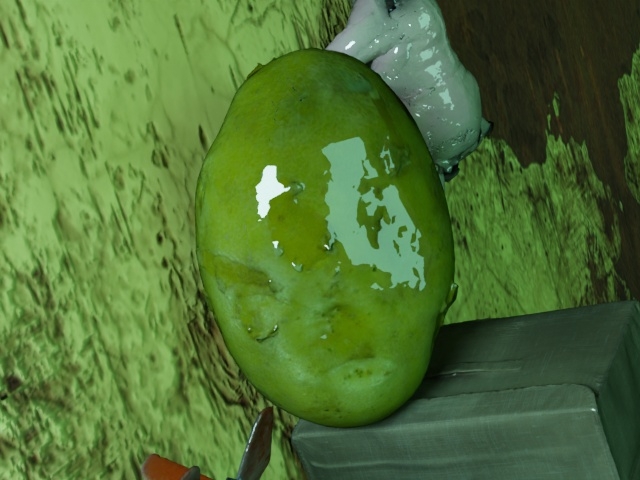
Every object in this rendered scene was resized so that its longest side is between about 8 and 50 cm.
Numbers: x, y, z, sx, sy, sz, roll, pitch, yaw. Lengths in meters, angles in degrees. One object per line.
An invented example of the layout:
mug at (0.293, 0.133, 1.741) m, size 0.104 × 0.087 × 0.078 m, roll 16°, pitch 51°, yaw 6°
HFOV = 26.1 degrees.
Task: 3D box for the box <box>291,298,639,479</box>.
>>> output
box at (0.125, 0.150, 1.001) m, size 0.149 × 0.231 × 0.155 m, roll -49°, pitch 123°, yaw -55°

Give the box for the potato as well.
potato at (0.000, 0.000, 0.921) m, size 0.186 × 0.148 × 0.253 m, roll -6°, pitch 92°, yaw -33°

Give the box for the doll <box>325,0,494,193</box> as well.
doll at (0.079, -0.130, 1.150) m, size 0.192 × 0.095 × 0.149 m, roll 61°, pitch 32°, yaw -25°

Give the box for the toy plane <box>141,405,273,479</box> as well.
toy plane at (-0.091, 0.248, 0.721) m, size 0.223 × 0.104 × 0.326 m, roll 91°, pitch 17°, yaw -49°
